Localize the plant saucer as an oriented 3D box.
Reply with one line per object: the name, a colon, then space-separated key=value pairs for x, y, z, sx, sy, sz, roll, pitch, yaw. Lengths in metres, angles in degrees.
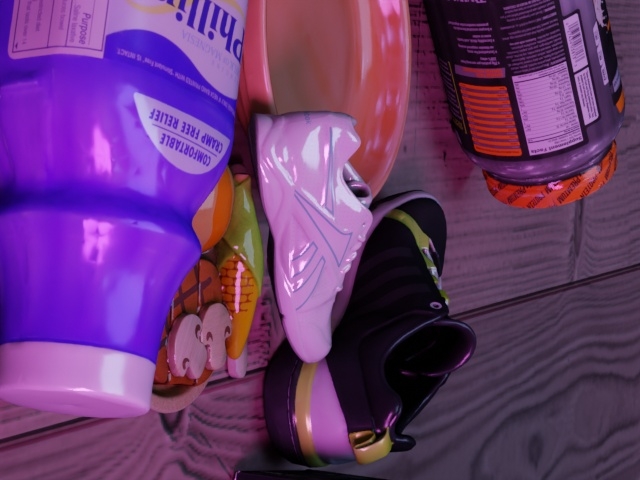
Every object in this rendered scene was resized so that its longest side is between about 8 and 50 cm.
plant saucer: x=-0.003 y=-0.114 z=1.120 sx=0.200 sy=0.037 sz=0.200 roll=0 pitch=90 yaw=-65

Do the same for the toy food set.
toy food set: x=-0.067 y=0.019 z=0.979 sx=0.192 sy=0.038 sz=0.132 roll=-5 pitch=95 yaw=-64

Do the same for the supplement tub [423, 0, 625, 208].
supplement tub: x=0.135 y=-0.124 z=1.316 sx=0.117 sy=0.117 sz=0.190 roll=-59 pitch=141 yaw=-48

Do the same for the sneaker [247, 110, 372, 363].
sneaker: x=0.000 y=0.000 z=1.047 sx=0.054 sy=0.061 sz=0.152 roll=-109 pitch=-169 yaw=-56

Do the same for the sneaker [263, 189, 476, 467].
sneaker: x=0.050 y=0.056 z=1.157 sx=0.235 sy=0.097 sz=0.084 roll=-60 pitch=142 yaw=-47

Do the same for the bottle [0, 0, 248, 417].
bottle: x=-0.090 y=-0.068 z=0.862 sx=0.118 sy=0.092 sz=0.283 roll=26 pitch=65 yaw=-53

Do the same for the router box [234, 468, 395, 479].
router box: x=0.025 y=0.148 z=1.075 sx=0.092 sy=0.122 sz=0.038 roll=10 pitch=85 yaw=-63
